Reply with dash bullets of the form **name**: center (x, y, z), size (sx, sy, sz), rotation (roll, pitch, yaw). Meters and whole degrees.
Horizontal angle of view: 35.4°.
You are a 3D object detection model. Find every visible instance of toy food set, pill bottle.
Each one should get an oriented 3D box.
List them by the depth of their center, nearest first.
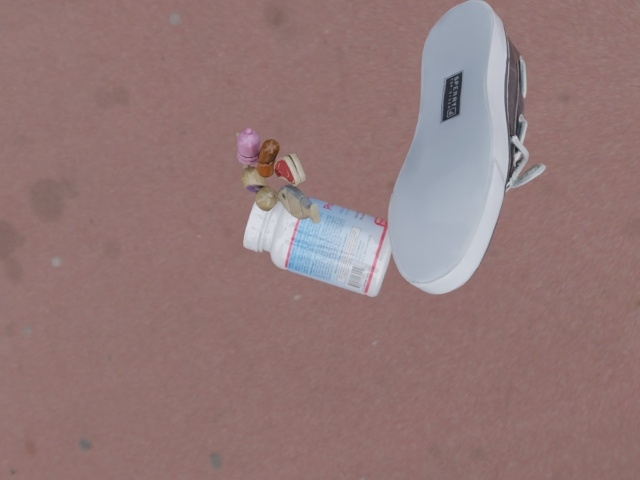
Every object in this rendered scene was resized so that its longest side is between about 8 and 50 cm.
- **toy food set**: center (-0.044, -0.055, 0.827), size (0.122, 0.019, 0.078), rotation (20, 130, 60)
- **pill bottle**: center (0.000, 0.000, 1.118), size (0.160, 0.087, 0.087), rotation (18, 105, 3)

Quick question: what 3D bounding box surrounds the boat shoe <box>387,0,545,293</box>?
- **boat shoe**: center (0.139, -0.076, 0.919), size (0.113, 0.105, 0.306), rotation (-22, 46, 35)
